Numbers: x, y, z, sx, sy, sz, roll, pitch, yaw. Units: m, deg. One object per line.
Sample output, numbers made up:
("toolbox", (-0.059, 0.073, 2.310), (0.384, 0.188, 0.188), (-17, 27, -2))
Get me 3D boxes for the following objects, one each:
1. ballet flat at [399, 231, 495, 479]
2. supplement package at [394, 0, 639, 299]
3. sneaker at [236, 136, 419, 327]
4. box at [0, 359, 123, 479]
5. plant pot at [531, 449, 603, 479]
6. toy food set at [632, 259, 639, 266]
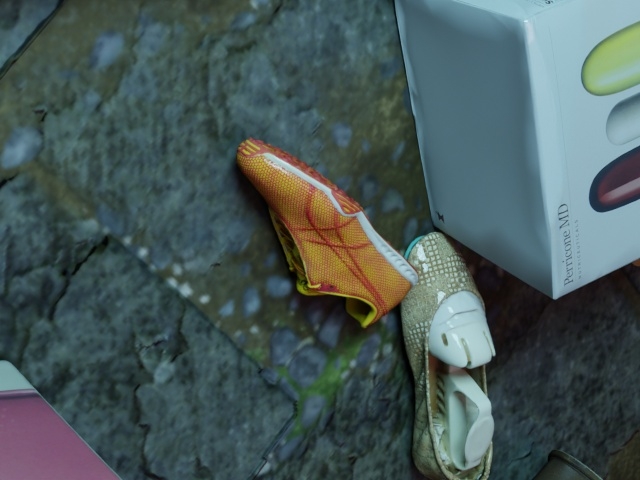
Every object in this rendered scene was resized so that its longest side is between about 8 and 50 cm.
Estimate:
("ballet flat", (0.102, 0.094, 0.859), (0.073, 0.067, 0.206), (-22, 118, -27))
("supplement package", (0.183, -0.104, 0.779), (0.203, 0.149, 0.194), (-24, 120, -19))
("sneaker", (0.000, 0.000, 0.756), (0.067, 0.064, 0.175), (-45, 125, -2))
("box", (-0.177, 0.173, 0.578), (0.127, 0.232, 0.148), (-3, 108, -35))
("plant pot", (0.185, 0.285, 0.940), (0.165, 0.167, 0.167), (-39, 125, -8))
("toy food set", (0.282, -0.024, 0.978), (0.082, 0.020, 0.083), (-41, 125, -17))
